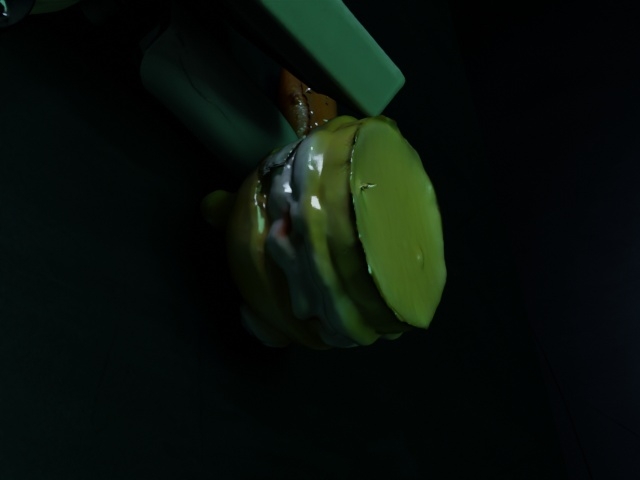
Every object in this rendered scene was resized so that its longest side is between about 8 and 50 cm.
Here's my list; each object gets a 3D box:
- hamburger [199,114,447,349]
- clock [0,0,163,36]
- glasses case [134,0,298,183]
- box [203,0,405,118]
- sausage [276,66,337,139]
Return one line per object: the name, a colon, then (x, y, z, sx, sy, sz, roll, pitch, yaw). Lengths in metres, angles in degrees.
hamburger: (0.000, 0.000, 0.954, 0.276, 0.237, 0.276, 35, 49, -54)
clock: (-0.292, -0.302, 0.726, 0.276, 0.120, 0.379, 67, 24, -11)
glasses case: (-0.120, -0.167, 1.019, 0.308, 0.083, 0.128, 47, 26, -40)
box: (-0.103, -0.314, 0.956, 0.373, 0.090, 0.367, 35, 6, -48)
sausage: (-0.018, -0.143, 1.203, 0.102, 0.102, 0.330, 43, 34, -45)
